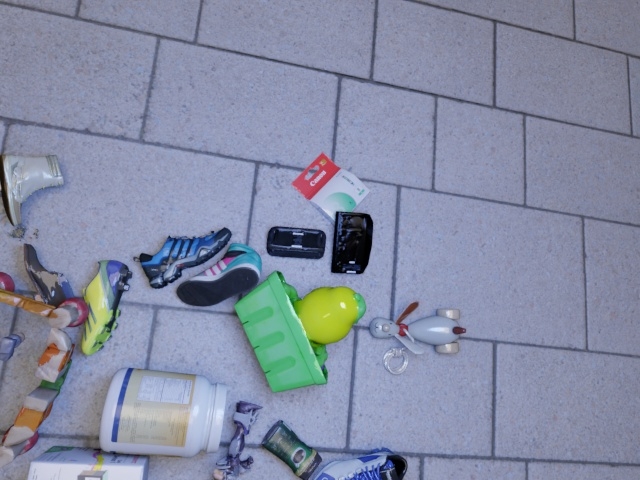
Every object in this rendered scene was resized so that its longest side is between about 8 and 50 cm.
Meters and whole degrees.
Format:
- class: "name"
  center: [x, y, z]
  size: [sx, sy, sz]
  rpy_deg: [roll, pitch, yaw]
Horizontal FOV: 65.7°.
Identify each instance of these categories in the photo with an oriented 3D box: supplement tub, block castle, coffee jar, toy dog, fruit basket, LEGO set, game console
- class: "supplement tub"
  center: [-0.439, 0.492, 1.413]
  size: [0.316, 0.228, 0.228]
  rpy_deg: [10, 77, -12]
- class: "block castle"
  center: [-0.851, 0.338, 1.340]
  size: [0.302, 0.213, 0.454]
  rpy_deg: [21, 83, -12]
- class: "coffee jar"
  center: [-0.087, 0.654, 1.542]
  size: [0.184, 0.079, 0.096]
  rpy_deg: [43, 70, -1]
- class: "toy dog"
  center: [0.352, 0.308, 1.675]
  size: [0.333, 0.161, 0.220]
  rpy_deg: [-17, 83, -16]
- class: "fruit basket"
  center: [-0.037, 0.249, 1.528]
  size: [0.391, 0.283, 0.392]
  rpy_deg: [0, 85, 0]
- class: "LEGO set"
  center: [-0.908, -0.021, 1.517]
  size: [0.083, 0.023, 0.054]
  rpy_deg: [22, 76, -22]
- class: "game console"
  center: [0.000, 0.000, 1.691]
  size: [0.361, 0.044, 0.213]
  rpy_deg: [4, 96, -9]

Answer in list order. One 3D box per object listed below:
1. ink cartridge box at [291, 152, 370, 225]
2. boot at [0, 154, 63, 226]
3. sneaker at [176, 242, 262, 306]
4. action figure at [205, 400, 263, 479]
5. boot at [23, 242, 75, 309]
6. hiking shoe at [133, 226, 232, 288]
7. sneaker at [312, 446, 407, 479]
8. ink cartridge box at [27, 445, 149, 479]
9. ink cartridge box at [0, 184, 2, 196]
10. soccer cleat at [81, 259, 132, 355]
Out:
- class: "ink cartridge box"
  center: [0.038, -0.188, 1.760]
  size: [0.224, 0.056, 0.181]
  rpy_deg: [44, 72, -3]
- class: "boot"
  center: [-0.871, -0.155, 1.507]
  size: [0.165, 0.077, 0.213]
  rpy_deg: [-11, 107, -44]
- class: "sneaker"
  center: [-0.309, 0.098, 1.585]
  size: [0.295, 0.178, 0.124]
  rpy_deg: [-17, 116, 18]
- class: "action figure"
  center: [-0.250, 0.626, 1.467]
  size: [0.099, 0.185, 0.285]
  rpy_deg: [12, 69, 8]
- class: "boot"
  center: [-0.815, 0.105, 1.488]
  size: [0.106, 0.082, 0.219]
  rpy_deg: [-16, 92, -26]
- class: "hiking shoe"
  center: [-0.427, 0.025, 1.571]
  size: [0.304, 0.113, 0.132]
  rpy_deg: [-33, 88, -17]
- class: "sneaker"
  center: [0.139, 0.716, 1.506]
  size: [0.315, 0.182, 0.128]
  rpy_deg: [-12, 74, -26]
- class: "ink cartridge box"
  center: [-0.620, 0.645, 1.351]
  size: [0.278, 0.201, 0.117]
  rpy_deg: [8, 77, -12]
- class: "ink cartridge box"
  center: [-1.041, -0.178, 1.492]
  size: [0.150, 0.063, 0.109]
  rpy_deg: [-14, 83, -16]
- class: "soccer cleat"
  center: [-0.668, 0.197, 1.497]
  size: [0.121, 0.093, 0.289]
  rpy_deg: [14, 74, 1]
